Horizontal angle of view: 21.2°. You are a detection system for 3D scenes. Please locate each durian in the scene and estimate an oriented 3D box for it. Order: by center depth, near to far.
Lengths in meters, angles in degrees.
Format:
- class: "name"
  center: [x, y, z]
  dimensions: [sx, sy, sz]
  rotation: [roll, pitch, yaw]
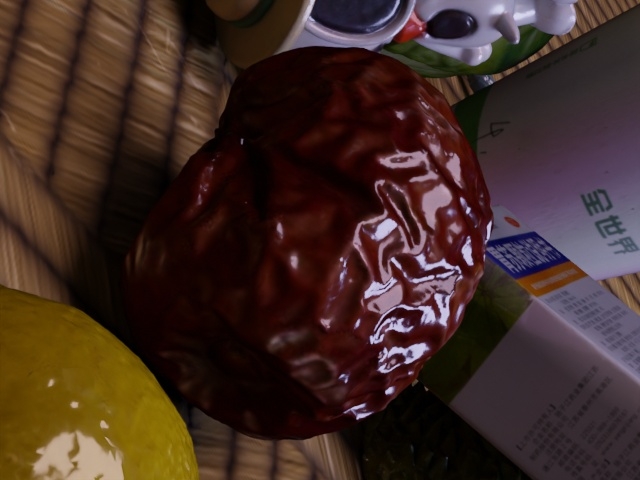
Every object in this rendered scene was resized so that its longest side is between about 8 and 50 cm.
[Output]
- class: "durian"
  center: [0.101, 0.159, 1.248]
  dimensions: [0.119, 0.108, 0.186]
  rotation: [54, 28, -33]

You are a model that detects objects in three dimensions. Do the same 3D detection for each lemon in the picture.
- class: "lemon"
  center: [-0.136, 0.114, 0.689]
  dimensions: [0.203, 0.178, 0.178]
  rotation: [81, 8, -47]

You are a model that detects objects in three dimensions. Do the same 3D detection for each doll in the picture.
- class: "doll"
  center: [0.051, -0.193, 1.263]
  dimensions: [0.144, 0.271, 0.208]
  rotation: [60, -6, 42]

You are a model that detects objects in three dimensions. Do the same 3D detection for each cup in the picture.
- class: "cup"
  center: [0.243, -0.066, 1.542]
  dimensions: [0.253, 0.274, 0.253]
  rotation: [45, 34, -41]

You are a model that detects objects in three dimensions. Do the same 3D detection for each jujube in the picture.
- class: "jujube"
  center: [0.000, 0.000, 1.017]
  dimensions: [0.213, 0.213, 0.232]
  rotation: [54, 45, -31]

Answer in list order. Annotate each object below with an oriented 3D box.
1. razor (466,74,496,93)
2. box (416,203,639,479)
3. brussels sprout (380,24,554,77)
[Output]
- class: "razor"
  center: [0.205, -0.096, 1.737]
  dimensions: [0.232, 0.106, 0.068]
  rotation: [60, 23, 2]
- class: "box"
  center: [0.189, 0.106, 1.234]
  dimensions: [0.299, 0.106, 0.200]
  rotation: [39, 14, 13]
- class: "brussels sprout"
  center: [0.093, -0.238, 1.440]
  dimensions: [0.271, 0.219, 0.210]
  rotation: [-12, 95, -41]
